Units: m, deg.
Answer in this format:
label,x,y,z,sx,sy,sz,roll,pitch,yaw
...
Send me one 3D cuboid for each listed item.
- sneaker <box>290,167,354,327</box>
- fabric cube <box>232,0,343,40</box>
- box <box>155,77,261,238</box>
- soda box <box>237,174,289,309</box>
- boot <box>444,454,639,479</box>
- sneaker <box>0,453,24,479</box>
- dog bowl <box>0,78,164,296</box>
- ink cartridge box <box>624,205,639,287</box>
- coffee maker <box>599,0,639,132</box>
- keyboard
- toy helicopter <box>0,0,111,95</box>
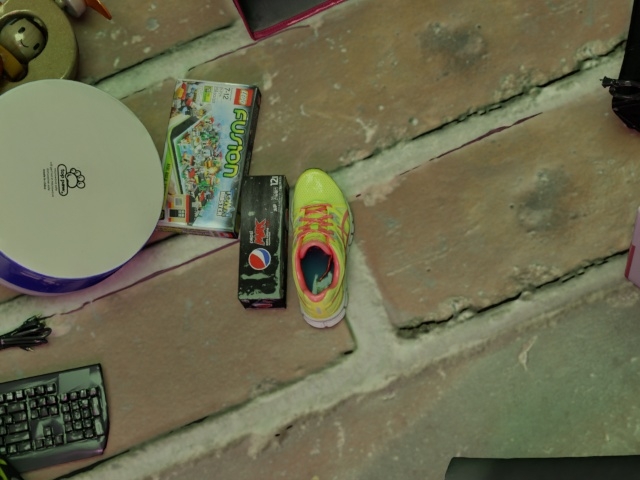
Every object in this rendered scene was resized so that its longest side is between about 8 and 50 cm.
label,x,y,z,sx,sy,sz,roll,pitch,yaw
sneaker,0.000,0.000,1.909,0.081,0.094,0.208,-8,71,7
fabric cube,-0.044,-0.467,1.975,0.259,0.254,0.258,-24,70,1
box,-0.150,-0.109,1.992,0.114,0.036,0.207,5,74,9
soda box,-0.073,0.002,1.939,0.060,0.053,0.169,-1,73,8
boot,0.351,0.245,1.634,0.445,0.146,0.367,-12,64,27
sneaker,-0.395,0.390,1.814,0.147,0.145,0.385,-37,73,4
dog bowl,-0.336,-0.066,1.904,0.265,0.104,0.265,6,75,-25
ink cartridge box,0.544,-0.088,1.769,0.160,0.279,0.385,40,82,18
coffee maker,0.436,-0.235,1.883,0.120,0.171,0.178,6,72,26
keyboard,-0.433,0.206,1.938,0.317,0.033,0.201,-12,72,3
toy helicopter,-0.427,-0.340,2.050,0.235,0.140,0.355,-24,69,-2
